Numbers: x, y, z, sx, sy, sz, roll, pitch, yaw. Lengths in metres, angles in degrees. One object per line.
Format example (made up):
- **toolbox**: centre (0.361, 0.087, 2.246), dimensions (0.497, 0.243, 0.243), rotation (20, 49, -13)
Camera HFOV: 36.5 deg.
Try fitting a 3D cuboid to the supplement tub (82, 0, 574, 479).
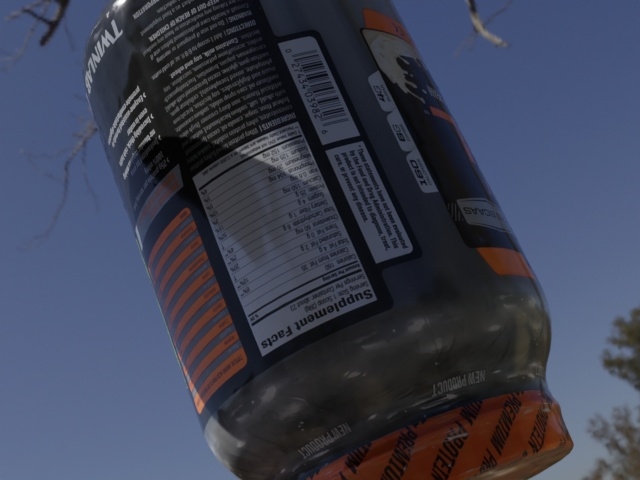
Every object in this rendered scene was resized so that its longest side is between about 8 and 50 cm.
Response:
- **supplement tub**: centre (0.000, 0.000, 0.539), dimensions (0.194, 0.316, 0.193), rotation (-20, -22, -8)
